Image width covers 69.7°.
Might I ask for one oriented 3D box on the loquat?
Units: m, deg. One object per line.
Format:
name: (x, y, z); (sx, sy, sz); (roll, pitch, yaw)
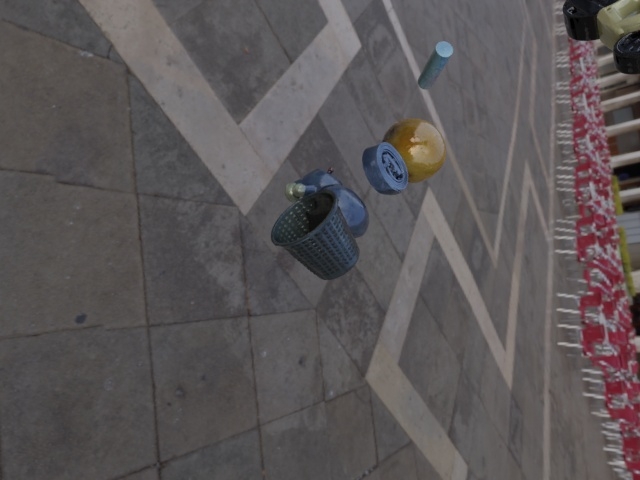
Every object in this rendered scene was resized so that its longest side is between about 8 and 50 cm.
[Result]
loquat: (0.371, -0.358, 1.844); (0.263, 0.263, 0.262); (19, 66, -52)

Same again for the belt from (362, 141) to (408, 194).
belt: (0.220, -0.240, 1.567); (0.190, 0.082, 0.141); (46, 55, -30)

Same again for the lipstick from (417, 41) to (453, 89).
lipstick: (0.309, -0.472, 1.251); (0.158, 0.048, 0.047); (113, -24, -76)

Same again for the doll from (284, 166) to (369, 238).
doll: (0.033, -0.098, 1.316); (0.228, 0.154, 0.258); (23, 26, -46)

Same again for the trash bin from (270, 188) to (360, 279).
trash bin: (0.000, 0.000, 1.045); (0.161, 0.176, 0.175); (53, 43, -31)

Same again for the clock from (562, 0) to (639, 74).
clock: (0.746, -0.536, 1.063); (0.120, 0.277, 0.378); (49, 20, -40)
